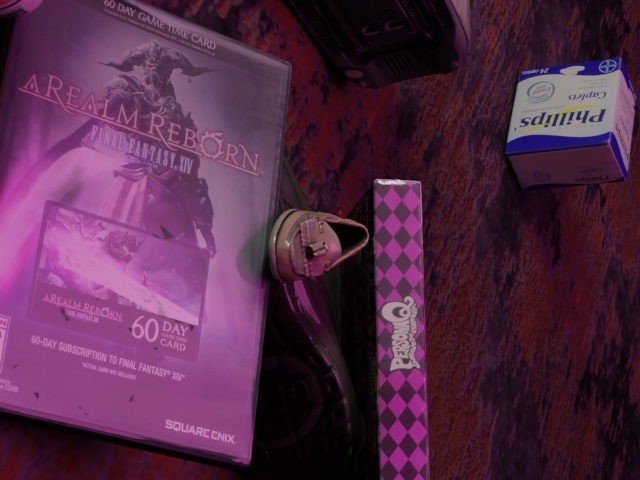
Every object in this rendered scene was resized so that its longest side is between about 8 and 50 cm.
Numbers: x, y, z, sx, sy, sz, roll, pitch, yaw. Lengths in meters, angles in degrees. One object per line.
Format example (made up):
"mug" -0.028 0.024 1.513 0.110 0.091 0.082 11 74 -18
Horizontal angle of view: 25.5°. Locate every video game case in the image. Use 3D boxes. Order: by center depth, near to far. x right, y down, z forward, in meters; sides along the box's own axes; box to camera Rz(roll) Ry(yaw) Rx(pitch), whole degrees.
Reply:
"video game case" -0.114 -0.015 0.853 0.196 0.026 0.274 19 66 -32
"video game case" 0.040 0.092 1.077 0.210 0.042 0.232 121 -30 -73

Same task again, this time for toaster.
"toaster" 0.044 -0.245 1.189 0.227 0.129 0.146 47 41 -47

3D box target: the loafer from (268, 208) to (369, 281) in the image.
"loafer" 0.000 0.000 0.925 0.125 0.039 0.045 -26 115 -74

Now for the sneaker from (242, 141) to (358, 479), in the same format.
"sneaker" -0.023 0.048 1.024 0.130 0.109 0.286 -42 123 -62

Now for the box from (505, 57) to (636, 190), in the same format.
"box" 0.293 -0.135 1.649 0.072 0.126 0.137 57 37 -44

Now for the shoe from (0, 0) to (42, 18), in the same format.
"shoe" -0.181 -0.222 0.808 0.081 0.064 0.178 41 54 -60
